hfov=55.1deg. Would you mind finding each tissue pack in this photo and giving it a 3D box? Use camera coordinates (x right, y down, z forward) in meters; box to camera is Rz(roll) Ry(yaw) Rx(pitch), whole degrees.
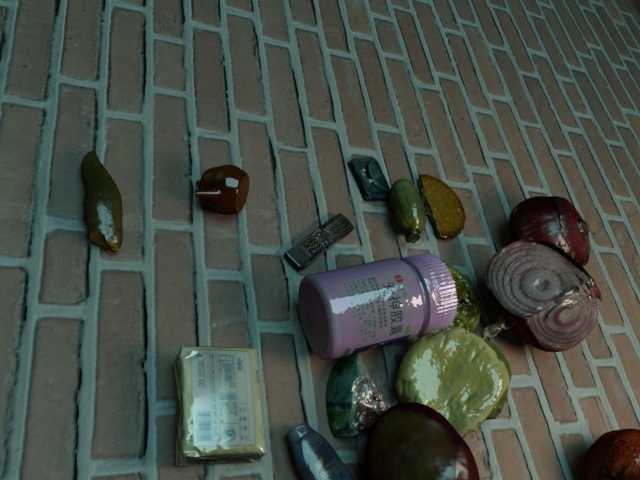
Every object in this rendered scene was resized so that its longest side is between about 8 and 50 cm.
[{"bbox_3d":[-0.180,0.289,1.082,0.149,0.092,0.196,7,57,-24],"label":"tissue pack"}]

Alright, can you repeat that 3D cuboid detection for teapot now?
[{"bbox_3d":[-0.218,-0.115,1.338,0.116,0.116,0.173,37,22,-1],"label":"teapot"}]

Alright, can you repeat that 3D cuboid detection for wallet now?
[{"bbox_3d":[0.133,-0.163,1.604,0.089,0.026,0.129,-8,64,-32],"label":"wallet"}]

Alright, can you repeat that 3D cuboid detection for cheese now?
[{"bbox_3d":[0.268,0.294,1.281,0.226,0.117,0.214,-38,67,-18],"label":"cheese"}]

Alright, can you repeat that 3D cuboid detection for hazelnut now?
[{"bbox_3d":[0.183,0.415,1.131,0.230,0.229,0.229,14,53,-20],"label":"hazelnut"}]

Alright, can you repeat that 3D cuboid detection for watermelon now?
[{"bbox_3d":[0.089,0.310,1.234,0.139,0.071,0.187,24,50,-18],"label":"watermelon"}]

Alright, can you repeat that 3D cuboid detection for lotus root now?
[{"bbox_3d":[0.225,-0.074,1.550,0.090,0.077,0.182,50,25,-52],"label":"lotus root"}]

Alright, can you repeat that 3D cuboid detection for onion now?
[{"bbox_3d":[0.630,-0.012,1.668,0.246,0.190,0.246,25,51,-35],"label":"onion"},{"bbox_3d":[0.531,0.140,1.494,0.230,0.273,0.256,49,31,-47],"label":"onion"}]

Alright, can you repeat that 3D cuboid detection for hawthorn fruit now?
[{"bbox_3d":[0.705,0.508,1.348,0.254,0.205,0.205,-3,61,-36],"label":"hawthorn fruit"}]

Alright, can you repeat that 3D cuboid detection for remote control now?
[{"bbox_3d":[0.000,0.000,1.421,0.059,0.028,0.212,45,49,10],"label":"remote control"}]

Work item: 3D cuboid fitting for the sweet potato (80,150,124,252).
[{"bbox_3d":[-0.435,-0.090,1.212,0.077,0.077,0.243,-3,62,-30],"label":"sweet potato"}]

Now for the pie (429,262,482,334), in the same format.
[{"bbox_3d":[0.284,0.142,1.462,0.241,0.054,0.240,15,53,-21],"label":"pie"}]

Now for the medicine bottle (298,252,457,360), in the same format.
[{"bbox_3d":[0.116,0.131,1.267,0.291,0.178,0.178,-9,64,-23],"label":"medicine bottle"}]

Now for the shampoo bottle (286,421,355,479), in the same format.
[{"bbox_3d":[0.017,0.441,1.113,0.087,0.049,0.233,-22,71,-40],"label":"shampoo bottle"}]

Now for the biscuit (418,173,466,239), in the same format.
[{"bbox_3d":[0.334,-0.089,1.665,0.126,0.025,0.206,3,59,-27],"label":"biscuit"}]

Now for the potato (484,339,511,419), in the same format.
[{"bbox_3d":[0.377,0.314,1.377,0.105,0.085,0.188,25,55,-5],"label":"potato"}]
